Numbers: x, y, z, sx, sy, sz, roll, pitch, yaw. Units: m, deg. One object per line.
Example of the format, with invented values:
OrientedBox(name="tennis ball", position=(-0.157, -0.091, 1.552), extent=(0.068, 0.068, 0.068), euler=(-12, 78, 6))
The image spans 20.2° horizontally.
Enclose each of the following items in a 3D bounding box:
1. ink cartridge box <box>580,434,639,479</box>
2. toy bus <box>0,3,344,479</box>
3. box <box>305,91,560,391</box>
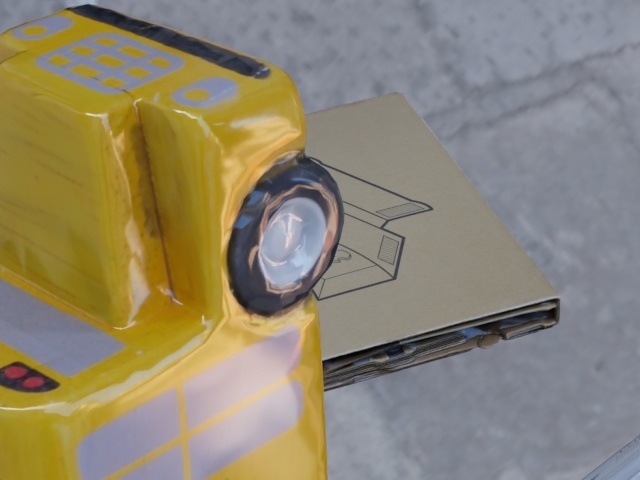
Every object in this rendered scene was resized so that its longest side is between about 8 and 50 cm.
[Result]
OrientedBox(name="ink cartridge box", position=(0.109, 0.146, 0.805), extent=(0.223, 0.224, 0.045), euler=(-40, 81, 8))
OrientedBox(name="toy bus", position=(-0.069, 0.097, 0.611), extent=(0.130, 0.333, 0.108), euler=(-27, 37, -37))
OrientedBox(name="box", position=(0.000, 0.000, 0.873), extent=(0.164, 0.021, 0.201), euler=(-15, 37, -13))
